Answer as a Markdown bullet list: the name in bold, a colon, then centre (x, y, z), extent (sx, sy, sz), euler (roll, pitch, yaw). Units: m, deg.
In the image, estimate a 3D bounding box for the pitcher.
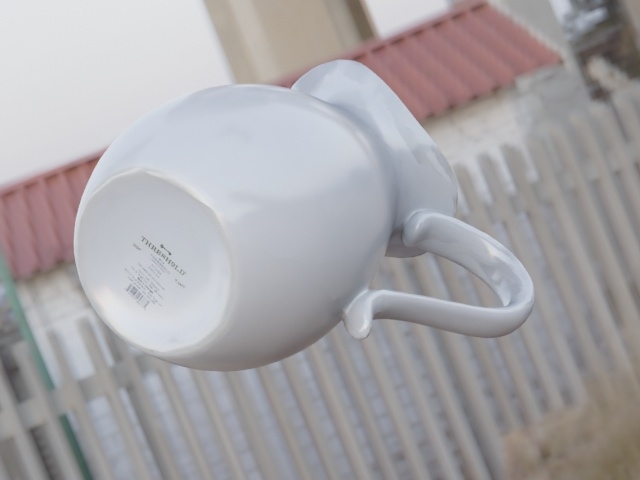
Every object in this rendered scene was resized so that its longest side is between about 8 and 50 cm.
- **pitcher**: centre (0.000, 0.000, 0.763), extent (0.207, 0.177, 0.125), euler (-25, -31, -58)
